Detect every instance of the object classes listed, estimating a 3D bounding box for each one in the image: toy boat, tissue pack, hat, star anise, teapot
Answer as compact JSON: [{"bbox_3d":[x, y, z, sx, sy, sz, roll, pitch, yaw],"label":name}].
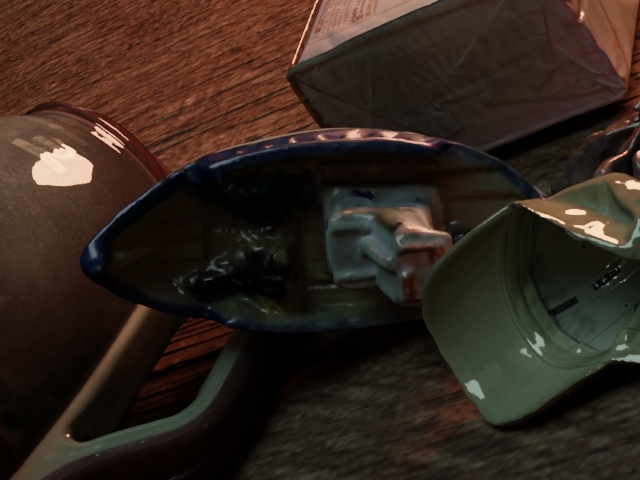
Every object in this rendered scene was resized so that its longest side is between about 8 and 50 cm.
[{"bbox_3d":[0.000,0.000,1.063,0.262,0.114,0.115,-3,19,9],"label":"toy boat"},{"bbox_3d":[0.101,-0.160,1.229,0.185,0.124,0.225,-22,30,30],"label":"tissue pack"},{"bbox_3d":[0.133,0.032,0.968,0.166,0.081,0.122,-42,65,24],"label":"hat"},{"bbox_3d":[0.191,-0.054,1.019,0.124,0.056,0.129,-36,12,-10],"label":"star anise"},{"bbox_3d":[-0.173,0.055,1.166,0.315,0.233,0.312,20,52,26],"label":"teapot"}]
